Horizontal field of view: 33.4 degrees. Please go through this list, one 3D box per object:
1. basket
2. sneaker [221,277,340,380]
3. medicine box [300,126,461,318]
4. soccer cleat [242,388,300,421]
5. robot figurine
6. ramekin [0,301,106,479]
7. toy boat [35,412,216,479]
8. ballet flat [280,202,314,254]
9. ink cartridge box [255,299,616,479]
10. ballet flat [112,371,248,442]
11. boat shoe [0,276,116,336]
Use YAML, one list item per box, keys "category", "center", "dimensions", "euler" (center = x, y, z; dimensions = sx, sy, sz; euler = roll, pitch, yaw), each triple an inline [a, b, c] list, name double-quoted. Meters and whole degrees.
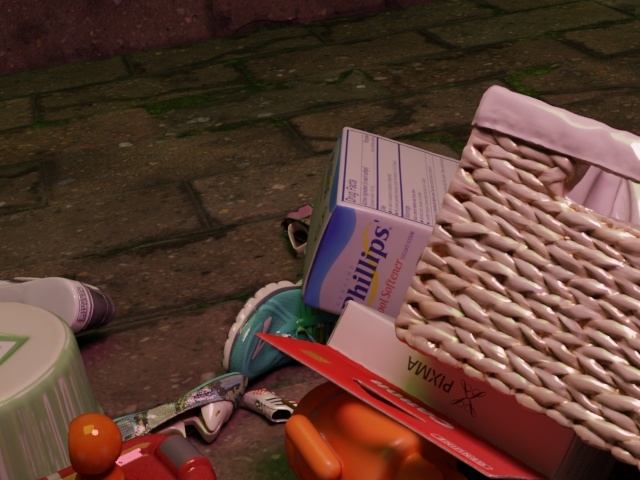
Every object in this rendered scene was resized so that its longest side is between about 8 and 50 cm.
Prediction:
- category: "basket"
  center: [0.305, 0.048, 1.019]
  dimensions: [0.328, 0.266, 0.331]
  euler: [28, 7, 36]
- category: "sneaker"
  center: [-0.008, 0.104, 1.355]
  dimensions: [0.275, 0.107, 0.110]
  euler: [-26, 40, -35]
- category: "medicine box"
  center: [0.137, 0.000, 1.372]
  dimensions: [0.289, 0.149, 0.263]
  euler: [16, 25, -5]
- category: "soccer cleat"
  center: [-0.058, 0.196, 1.250]
  dimensions: [0.083, 0.029, 0.035]
  euler: [11, 26, 23]
- category: "robot figurine"
  center: [0.047, 0.216, 1.065]
  dimensions: [0.158, 0.128, 0.219]
  euler: [-21, 29, -29]
- category: "ramekin"
  center: [-0.399, 0.193, 1.194]
  dimensions: [0.303, 0.148, 0.303]
  euler: [-5, 25, 2]
- category: "toy boat"
  center: [-0.220, 0.239, 1.052]
  dimensions: [0.231, 0.151, 0.151]
  euler: [-21, 29, -29]
- category: "ballet flat"
  center: [0.000, 0.000, 1.614]
  dimensions: [0.079, 0.077, 0.221]
  euler: [-34, 27, -12]
- category: "ink cartridge box"
  center: [0.122, 0.147, 1.064]
  dimensions: [0.296, 0.066, 0.261]
  euler: [27, 2, 37]
- category: "ballet flat"
  center: [-0.155, 0.212, 1.217]
  dimensions: [0.188, 0.070, 0.070]
  euler: [-21, 29, -25]
- category: "boat shoe"
  center: [-0.418, 0.096, 1.471]
  dimensions: [0.301, 0.108, 0.102]
  euler: [-7, -10, 28]
